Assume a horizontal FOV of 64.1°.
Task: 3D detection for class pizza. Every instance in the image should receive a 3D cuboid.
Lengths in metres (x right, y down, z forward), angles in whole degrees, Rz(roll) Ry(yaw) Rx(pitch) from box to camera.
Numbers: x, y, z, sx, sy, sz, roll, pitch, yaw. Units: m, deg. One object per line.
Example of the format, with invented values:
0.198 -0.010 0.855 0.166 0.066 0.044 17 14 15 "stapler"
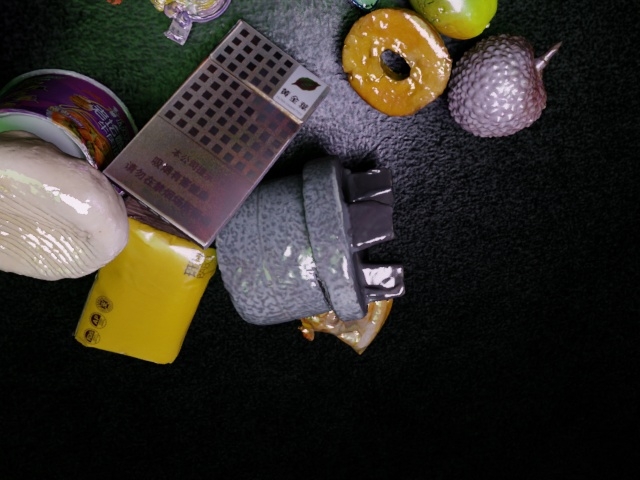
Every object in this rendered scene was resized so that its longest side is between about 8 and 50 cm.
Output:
0.008 0.124 1.038 0.297 0.071 0.189 28 109 -19 "pizza"

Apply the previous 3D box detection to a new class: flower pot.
0.000 0.000 0.879 0.283 0.299 0.298 -12 117 12 "flower pot"

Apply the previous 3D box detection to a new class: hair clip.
-0.193 -0.387 0.780 0.116 0.049 0.172 19 104 -31 "hair clip"

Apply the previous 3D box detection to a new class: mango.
0.185 -0.417 0.780 0.125 0.111 0.232 -37 117 3 "mango"

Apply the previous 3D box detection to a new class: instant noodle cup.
-0.420 -0.124 0.789 0.252 0.190 0.250 -3 116 -7 "instant noodle cup"

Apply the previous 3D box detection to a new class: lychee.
0.303 -0.257 0.843 0.198 0.165 0.165 -16 123 38 "lychee"

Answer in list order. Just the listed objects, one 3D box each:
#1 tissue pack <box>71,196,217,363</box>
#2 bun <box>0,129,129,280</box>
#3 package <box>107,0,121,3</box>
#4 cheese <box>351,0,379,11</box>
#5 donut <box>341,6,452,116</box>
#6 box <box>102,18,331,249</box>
-0.308 0.074 0.933 0.193 0.134 0.270 20 111 -18 "tissue pack"
-0.363 -0.048 0.653 0.231 0.133 0.231 -2 142 -2 "bun"
-0.363 -0.485 0.675 0.224 0.108 0.287 9 107 -6 "package"
-0.014 -0.456 0.753 0.286 0.074 0.188 28 110 -21 "cheese"
0.124 -0.296 0.830 0.162 0.065 0.178 -22 120 33 "donut"
-0.148 -0.166 0.777 0.180 0.047 0.324 37 74 -5 "box"
